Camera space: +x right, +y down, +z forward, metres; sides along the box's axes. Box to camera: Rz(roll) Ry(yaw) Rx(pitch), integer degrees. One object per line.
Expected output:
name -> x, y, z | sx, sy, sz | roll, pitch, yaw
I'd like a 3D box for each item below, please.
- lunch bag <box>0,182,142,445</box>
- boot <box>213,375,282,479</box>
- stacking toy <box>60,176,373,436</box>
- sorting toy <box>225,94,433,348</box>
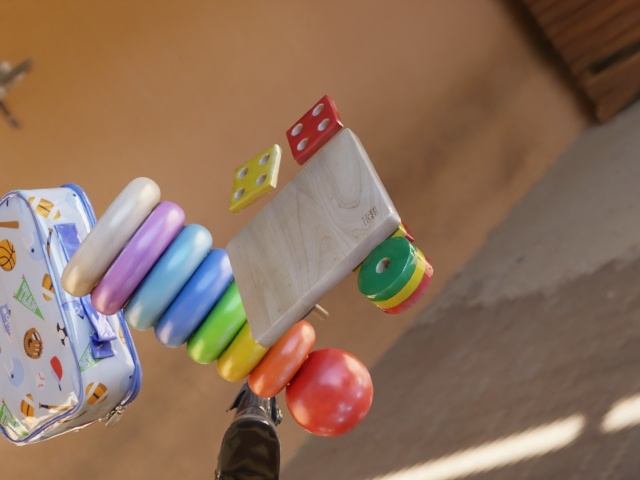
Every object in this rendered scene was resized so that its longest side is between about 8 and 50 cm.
lunch bag -> -0.329, 0.095, 1.733 | 0.115, 0.303, 0.243 | -9, -17, -43
boot -> -0.087, 0.277, 1.662 | 0.229, 0.091, 0.263 | -91, 16, -79
stacking toy -> -0.092, 0.086, 1.430 | 0.141, 0.330, 0.141 | -52, 4, 6
sorting toy -> 0.000, 0.000, 1.027 | 0.132, 0.046, 0.274 | -44, 31, 13
